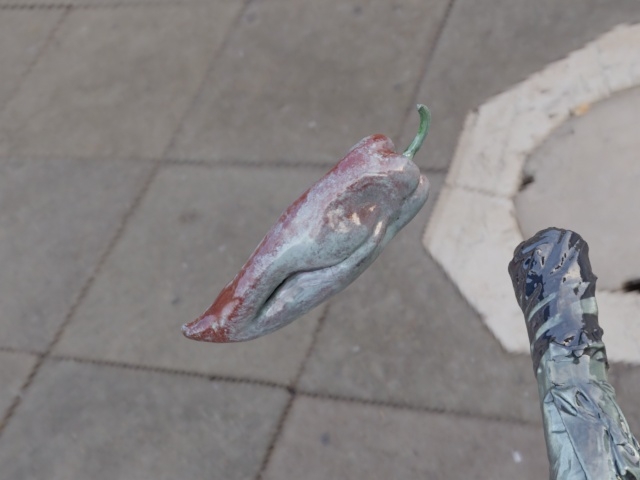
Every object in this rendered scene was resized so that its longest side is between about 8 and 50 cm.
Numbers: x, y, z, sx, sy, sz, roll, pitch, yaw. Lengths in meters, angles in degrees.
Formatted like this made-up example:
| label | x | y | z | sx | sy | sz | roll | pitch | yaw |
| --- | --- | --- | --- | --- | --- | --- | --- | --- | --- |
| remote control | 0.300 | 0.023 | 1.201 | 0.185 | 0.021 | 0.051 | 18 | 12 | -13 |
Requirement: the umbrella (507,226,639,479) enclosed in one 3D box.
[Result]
| label | x | y | z | sx | sy | sz | roll | pitch | yaw |
| --- | --- | --- | --- | --- | --- | --- | --- | --- | --- |
| umbrella | 0.123 | 0.077 | 0.633 | 0.050 | 0.046 | 0.188 | -7 | 54 | 3 |

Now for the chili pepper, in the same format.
| label | x | y | z | sx | sy | sz | roll | pitch | yaw |
| --- | --- | --- | --- | --- | --- | --- | --- | --- | --- |
| chili pepper | 0.000 | 0.000 | 0.633 | 0.153 | 0.050 | 0.041 | -44 | 18 | 0 |
